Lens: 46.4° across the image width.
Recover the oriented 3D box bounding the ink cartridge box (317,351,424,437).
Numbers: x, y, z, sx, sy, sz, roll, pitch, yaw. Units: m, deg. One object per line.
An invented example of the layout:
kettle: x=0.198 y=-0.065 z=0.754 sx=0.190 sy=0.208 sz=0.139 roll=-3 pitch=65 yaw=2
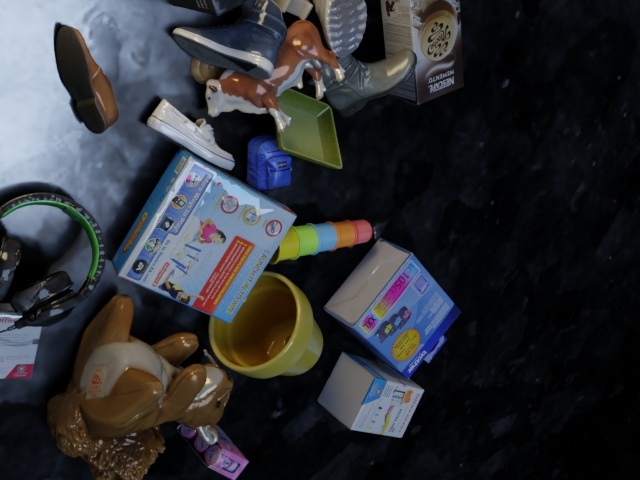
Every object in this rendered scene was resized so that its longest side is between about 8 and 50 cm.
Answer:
ink cartridge box: x=0.152 y=0.460 z=2.212 sx=0.233 sy=0.168 sz=0.171 roll=22 pitch=95 yaw=-42

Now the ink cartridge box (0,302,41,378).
ink cartridge box: x=-0.652 y=0.208 z=1.558 sx=0.109 sy=0.063 sz=0.150 roll=6 pitch=105 yaw=-39

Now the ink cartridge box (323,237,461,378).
ink cartridge box: x=0.232 y=0.216 z=2.179 sx=0.270 sy=0.151 sz=0.395 roll=-51 pitch=133 yaw=-7

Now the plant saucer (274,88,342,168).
plant saucer: x=-0.043 y=-0.260 z=1.765 sx=0.188 sy=0.188 sz=0.045 roll=14 pitch=146 yaw=-40

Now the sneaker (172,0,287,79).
sneaker: x=-0.181 y=-0.445 z=1.567 sx=0.086 sy=0.226 sz=0.163 roll=94 pitch=16 yaw=-77

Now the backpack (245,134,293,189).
backpack: x=-0.114 y=-0.187 z=1.762 sx=0.098 sy=0.101 sz=0.120 roll=-18 pitch=117 yaw=-38

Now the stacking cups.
stacking cups: x=0.000 y=0.000 z=1.938 sx=0.316 sy=0.096 sz=0.096 roll=-6 pitch=113 yaw=-36

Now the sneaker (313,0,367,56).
sneaker: x=0.027 y=-0.555 z=1.675 sx=0.105 sy=0.115 sz=0.281 roll=-19 pitch=112 yaw=-22

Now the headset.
headset: x=-0.579 y=0.086 z=1.445 sx=0.243 sy=0.185 sz=0.394 roll=39 pitch=69 yaw=-22

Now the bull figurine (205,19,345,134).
bull figurine: x=-0.101 y=-0.348 z=1.639 sx=0.310 sy=0.101 sz=0.188 roll=-42 pitch=98 yaw=-7

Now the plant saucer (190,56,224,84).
plant saucer: x=-0.243 y=-0.380 z=1.631 sx=0.083 sy=0.015 sz=0.083 roll=-16 pitch=119 yaw=-31

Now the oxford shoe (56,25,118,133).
oxford shoe: x=-0.457 y=-0.323 z=1.474 sx=0.076 sy=0.076 sz=0.212 roll=-51 pitch=137 yaw=-49

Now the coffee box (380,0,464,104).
coffee box: x=0.257 y=-0.514 z=1.879 sx=0.168 sy=0.119 sz=0.297 roll=-27 pitch=124 yaw=-27

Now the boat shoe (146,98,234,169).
boat shoe: x=-0.267 y=-0.230 z=1.636 sx=0.226 sy=0.083 sz=0.075 roll=28 pitch=93 yaw=-41

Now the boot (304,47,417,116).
boot: x=0.097 y=-0.408 z=1.778 sx=0.247 sy=0.083 sz=0.161 roll=-32 pitch=135 yaw=16

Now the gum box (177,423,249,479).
gum box: x=-0.274 y=0.525 z=1.907 sx=0.062 sy=0.188 sz=0.107 roll=-52 pitch=132 yaw=-5

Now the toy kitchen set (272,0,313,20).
toy kitchen set: x=-0.067 y=-0.613 z=1.616 sx=0.166 sy=0.122 sz=0.207 roll=10 pitch=124 yaw=-40

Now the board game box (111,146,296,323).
board game box: x=-0.260 y=-0.005 z=1.697 sx=0.302 sy=0.086 sz=0.308 roll=29 pitch=97 yaw=-33

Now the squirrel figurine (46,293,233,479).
squirrel figurine: x=-0.404 y=0.381 z=1.738 sx=0.397 sy=0.281 sz=0.370 roll=-47 pitch=142 yaw=8

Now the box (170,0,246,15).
box: x=-0.229 y=-0.535 z=1.442 sx=0.108 sy=0.207 sz=0.153 roll=-35 pitch=128 yaw=-20

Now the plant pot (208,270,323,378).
plant pot: x=-0.115 y=0.233 z=1.876 sx=0.254 sy=0.254 sz=0.239 roll=-53 pitch=147 yaw=-5
